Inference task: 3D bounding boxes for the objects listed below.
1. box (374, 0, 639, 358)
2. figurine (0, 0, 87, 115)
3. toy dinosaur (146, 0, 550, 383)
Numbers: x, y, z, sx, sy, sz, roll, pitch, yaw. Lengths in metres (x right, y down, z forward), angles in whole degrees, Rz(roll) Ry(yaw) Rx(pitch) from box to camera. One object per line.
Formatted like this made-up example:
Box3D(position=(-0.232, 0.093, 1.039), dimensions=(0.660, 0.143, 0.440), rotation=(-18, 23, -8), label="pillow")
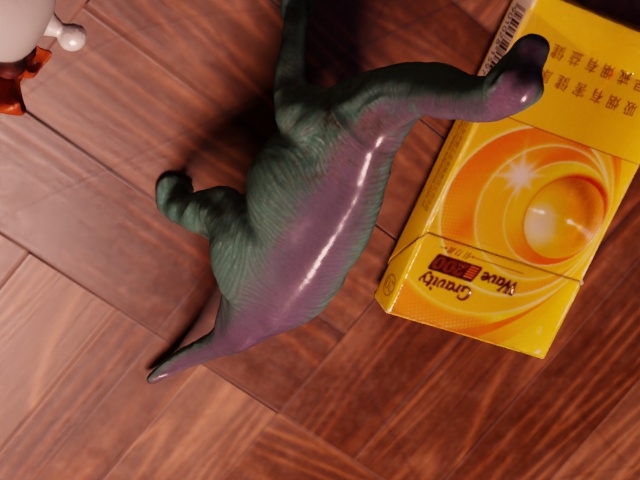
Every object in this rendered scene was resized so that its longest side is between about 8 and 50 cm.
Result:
Box3D(position=(0.162, -0.050, 1.377), dimensions=(0.152, 0.043, 0.269), rotation=(18, 107, -25), label="box")
Box3D(position=(-0.233, -0.179, 1.104), dimensions=(0.160, 0.183, 0.226), rotation=(-31, 123, 0), label="figurine")
Box3D(position=(0.000, 0.000, 1.180), dimensions=(0.129, 0.331, 0.384), rotation=(19, 105, -23), label="toy dinosaur")
